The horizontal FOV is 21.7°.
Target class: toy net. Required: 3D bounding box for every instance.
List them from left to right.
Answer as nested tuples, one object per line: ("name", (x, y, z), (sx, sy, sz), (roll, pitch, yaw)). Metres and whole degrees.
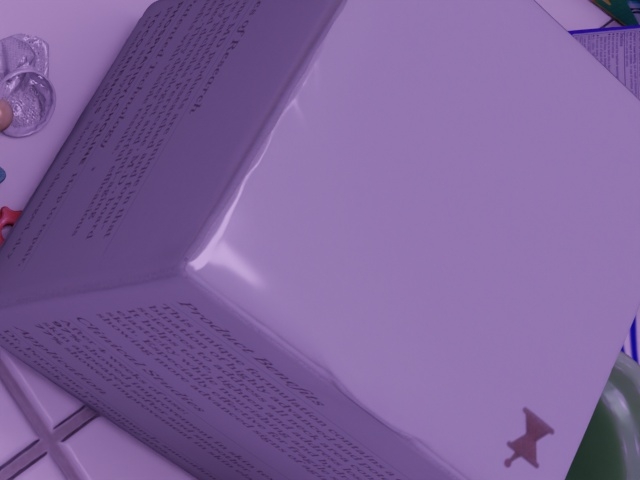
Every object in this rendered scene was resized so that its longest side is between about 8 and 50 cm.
("toy net", (-0.263, -0.067, 1.351), (0.122, 0.045, 0.232), (34, 67, -19))

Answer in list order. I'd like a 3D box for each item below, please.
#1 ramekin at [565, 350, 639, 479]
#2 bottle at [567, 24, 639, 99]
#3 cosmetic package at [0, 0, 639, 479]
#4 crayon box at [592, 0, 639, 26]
("ramekin", (0.162, 0.230, 1.431), (0.303, 0.148, 0.303), (-6, 98, -45))
("bottle", (0.329, -0.146, 1.567), (0.092, 0.282, 0.118), (21, 67, -70))
("cosmetic package", (0.000, 0.000, 1.272), (0.329, 0.393, 0.327), (39, 66, -24))
("crayon box", (0.273, -0.352, 1.671), (0.278, 0.081, 0.165), (33, 67, -20))
